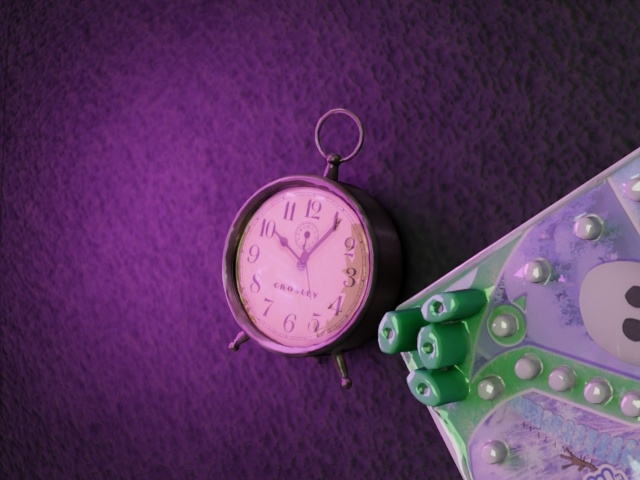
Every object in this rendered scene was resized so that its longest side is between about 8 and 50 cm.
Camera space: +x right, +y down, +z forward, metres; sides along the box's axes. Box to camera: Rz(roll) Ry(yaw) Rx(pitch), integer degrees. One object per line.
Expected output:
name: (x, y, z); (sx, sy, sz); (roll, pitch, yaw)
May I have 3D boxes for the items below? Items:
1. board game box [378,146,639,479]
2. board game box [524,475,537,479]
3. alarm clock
board game box: (0.251, 0.119, 0.517); (0.390, 0.050, 0.390); (-36, 70, 30)
board game box: (0.232, 0.228, 0.584); (0.136, 0.030, 0.260); (-40, 68, 21)
alarm clock: (0.000, 0.000, 0.719); (0.129, 0.064, 0.192); (14, 97, 31)
